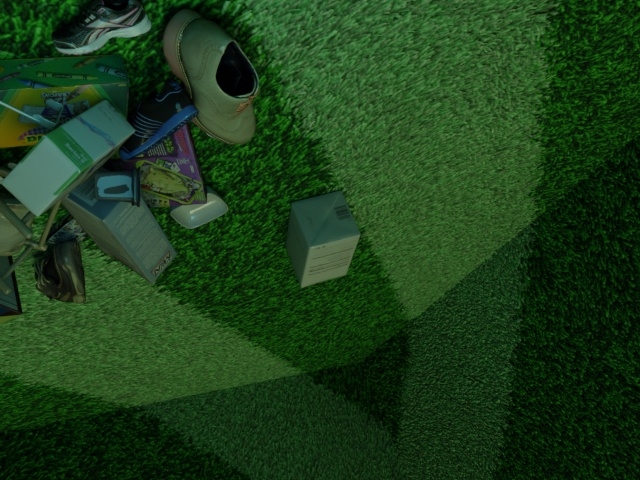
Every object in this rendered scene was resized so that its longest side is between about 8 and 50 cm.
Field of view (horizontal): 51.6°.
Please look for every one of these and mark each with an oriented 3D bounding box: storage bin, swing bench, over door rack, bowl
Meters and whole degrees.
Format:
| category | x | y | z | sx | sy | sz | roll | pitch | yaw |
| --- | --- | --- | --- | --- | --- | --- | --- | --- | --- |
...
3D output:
| category | x | y | z | sx | sy | sz | roll | pitch | yaw |
| --- | --- | --- | --- | --- | --- | --- | --- | --- | --- |
| storage bin | -0.427 | -0.119 | 1.390 | 0.091 | 0.098 | 0.135 | 0 | -176 | -19 |
| swing bench | -0.729 | -0.059 | 1.451 | 0.255 | 0.165 | 0.253 | 33 | 134 | -11 |
| over door rack | -0.658 | -0.193 | 1.174 | 0.324 | 0.108 | 0.240 | 16 | 142 | -38 |
| bowl | -0.342 | -0.100 | 1.854 | 0.142 | 0.053 | 0.142 | -25 | 154 | 6 |

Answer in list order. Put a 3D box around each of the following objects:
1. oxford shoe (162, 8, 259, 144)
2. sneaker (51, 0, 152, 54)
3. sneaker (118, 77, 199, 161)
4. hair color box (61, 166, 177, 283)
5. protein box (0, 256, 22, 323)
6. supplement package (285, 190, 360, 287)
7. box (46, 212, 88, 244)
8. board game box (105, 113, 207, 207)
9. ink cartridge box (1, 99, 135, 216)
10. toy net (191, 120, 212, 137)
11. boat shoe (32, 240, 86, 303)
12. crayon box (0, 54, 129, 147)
| category | x | y | z | sx | sy | sz | roll | pitch | yaw |
| --- | --- | --- | --- | --- | --- | --- | --- | --- | --- |
| oxford shoe | -0.197 | -0.306 | 1.399 | 0.140 | 0.147 | 0.397 | -57 | 159 | -12 |
| sneaker | -0.403 | -0.402 | 1.201 | 0.178 | 0.072 | 0.077 | -25 | 144 | -13 |
| sneaker | -0.354 | -0.250 | 1.384 | 0.232 | 0.090 | 0.081 | -28 | -172 | 30 |
| hair color box | -0.505 | -0.045 | 1.646 | 0.113 | 0.185 | 0.374 | -54 | 163 | -19 |
| protein box | -0.893 | 0.120 | 1.667 | 0.200 | 0.201 | 0.136 | -24 | 155 | 3 |
| supplement package | 0.000 | 0.000 | 2.185 | 0.176 | 0.177 | 0.293 | -15 | 155 | -16 |
| box | -0.654 | -0.032 | 1.763 | 0.137 | 0.027 | 0.094 | -34 | 154 | 24 |
| board game box | -0.399 | -0.183 | 1.594 | 0.208 | 0.056 | 0.346 | -1 | 153 | -2 |
| ink cartridge box | -0.469 | -0.161 | 1.251 | 0.154 | 0.093 | 0.212 | -35 | -163 | 28 |
| toy net | -0.282 | -0.277 | 1.556 | 0.122 | 0.045 | 0.232 | -31 | 154 | 18 |
| boat shoe | -0.722 | 0.104 | 1.829 | 0.130 | 0.132 | 0.355 | -6 | 159 | -19 |
| crayon box | -0.530 | -0.275 | 1.313 | 0.279 | 0.081 | 0.165 | -11 | 153 | -24 |
